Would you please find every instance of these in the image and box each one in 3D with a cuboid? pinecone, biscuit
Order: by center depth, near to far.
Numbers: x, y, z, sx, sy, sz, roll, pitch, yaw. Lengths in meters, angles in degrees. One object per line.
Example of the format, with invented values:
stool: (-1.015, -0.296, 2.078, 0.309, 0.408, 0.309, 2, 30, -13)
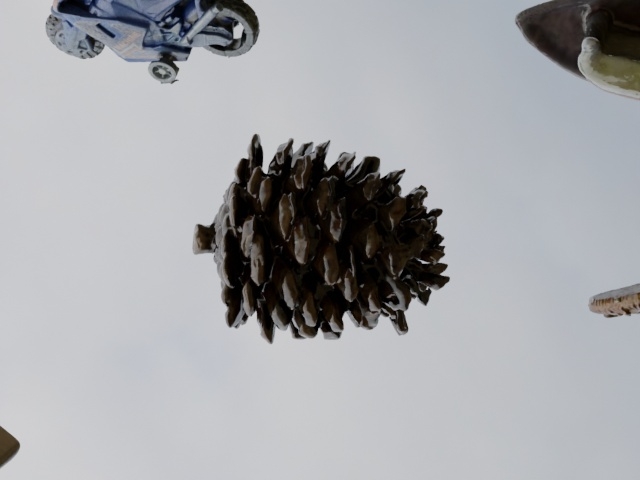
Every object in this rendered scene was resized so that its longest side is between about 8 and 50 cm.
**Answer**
biscuit: (0.324, 0.054, 1.631, 0.206, 0.126, 0.025, -7, -95, -78)
pinecone: (0.000, 0.000, 1.761, 0.224, 0.272, 0.224, 0, -90, -82)

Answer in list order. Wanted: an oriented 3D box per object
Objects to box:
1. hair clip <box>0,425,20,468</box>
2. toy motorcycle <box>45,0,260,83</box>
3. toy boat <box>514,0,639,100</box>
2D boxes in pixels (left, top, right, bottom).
hair clip: (-0.447, 0.135, 1.641, 0.331, 0.101, 0.085, 37, -157, 3)
toy motorcycle: (-0.154, -0.200, 1.437, 0.114, 0.205, 0.076, 68, -150, -46)
toy boat: (0.341, -0.173, 1.626, 0.276, 0.111, 0.293, 7, -161, -10)
